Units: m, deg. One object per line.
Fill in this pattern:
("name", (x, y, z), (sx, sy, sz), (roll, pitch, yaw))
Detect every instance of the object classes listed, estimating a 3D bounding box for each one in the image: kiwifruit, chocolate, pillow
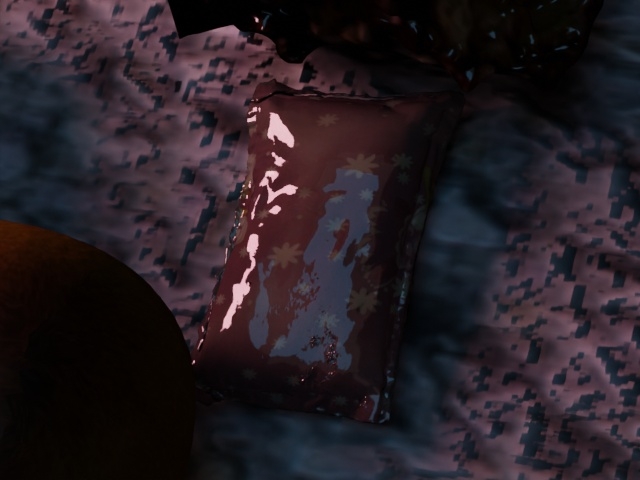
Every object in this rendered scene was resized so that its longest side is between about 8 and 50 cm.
("kiwifruit", (-0.163, 0.107, 0.879), (0.196, 0.196, 0.234), (3, 54, 17))
("chocolate", (0.062, -0.153, 0.930), (0.177, 0.206, 0.224), (38, 77, 15))
("pillow", (0.000, 0.000, 0.964), (0.118, 0.043, 0.185), (7, 71, 16))
